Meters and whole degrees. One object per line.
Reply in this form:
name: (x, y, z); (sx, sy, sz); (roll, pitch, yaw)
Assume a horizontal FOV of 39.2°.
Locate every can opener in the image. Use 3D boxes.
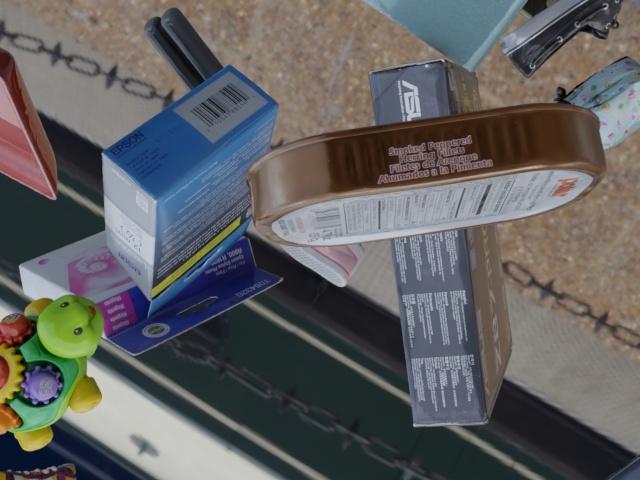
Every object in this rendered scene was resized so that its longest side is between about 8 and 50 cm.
can opener: (-0.180, -0.278, 1.521); (0.076, 0.095, 0.283); (-18, 127, 30)

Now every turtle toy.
turtle toy: (-0.203, 0.086, 0.638); (0.095, 0.130, 0.066); (57, -168, 18)

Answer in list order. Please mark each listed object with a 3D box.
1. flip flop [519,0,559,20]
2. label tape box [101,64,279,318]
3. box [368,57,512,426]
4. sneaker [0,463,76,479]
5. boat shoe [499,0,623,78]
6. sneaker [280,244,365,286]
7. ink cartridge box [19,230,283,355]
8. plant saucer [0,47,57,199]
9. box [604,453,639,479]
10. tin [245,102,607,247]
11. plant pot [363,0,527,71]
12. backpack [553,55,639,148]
flip flop: (0.309, -0.468, 1.595); (0.277, 0.112, 0.080); (27, 165, -4)
label tape box: (-0.203, -0.064, 1.363); (0.115, 0.249, 0.348); (40, 149, 12)
box: (0.156, -0.012, 1.097); (0.097, 0.318, 0.395); (-6, 95, 19)
sneaker: (-0.325, 0.282, 1.027); (0.185, 0.084, 0.069); (33, 162, -14)
boat shoe: (0.349, -0.292, 1.177); (0.076, 0.228, 0.080); (58, -173, 0)
sneaker: (0.000, 0.000, 1.206); (0.134, 0.070, 0.051); (34, 157, 19)
ink cartridge box: (-0.290, 0.052, 1.545); (0.330, 0.324, 0.072); (18, 122, 40)
plant saucer: (-0.424, -0.179, 1.040); (0.258, 0.048, 0.259); (27, 155, 11)
box: (0.344, 0.363, 0.669); (0.212, 0.396, 0.293); (14, 129, -44)
tin: (0.056, -0.030, 0.478); (0.189, 0.040, 0.106); (-8, 170, 2)
plant pot: (0.140, -0.387, 0.957); (0.247, 0.248, 0.252); (28, 125, -25)
backpack: (0.550, -0.256, 1.703); (0.182, 0.115, 0.152); (-36, 134, 11)
